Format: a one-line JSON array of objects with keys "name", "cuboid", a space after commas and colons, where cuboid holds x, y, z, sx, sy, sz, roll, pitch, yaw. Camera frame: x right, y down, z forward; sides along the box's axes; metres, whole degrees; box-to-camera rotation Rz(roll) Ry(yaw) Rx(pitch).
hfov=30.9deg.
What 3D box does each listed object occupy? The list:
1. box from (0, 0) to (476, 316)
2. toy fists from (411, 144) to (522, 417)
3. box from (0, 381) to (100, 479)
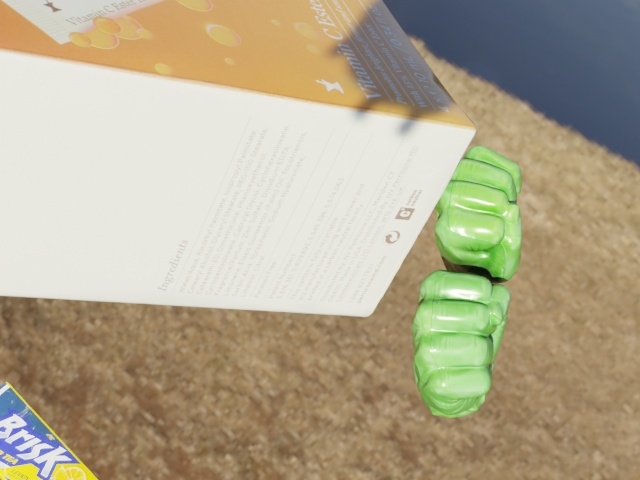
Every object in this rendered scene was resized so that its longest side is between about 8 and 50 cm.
[{"name": "box", "cuboid": [-0.115, -0.090, 0.733, 0.345, 0.168, 0.215, 5, 39, -31]}, {"name": "toy fists", "cuboid": [0.152, 0.040, 1.172, 0.096, 0.142, 0.279, 7, 66, 17]}, {"name": "box", "cuboid": [-0.229, 0.200, 0.974, 0.059, 0.054, 0.169, -41, 68, -20]}]
